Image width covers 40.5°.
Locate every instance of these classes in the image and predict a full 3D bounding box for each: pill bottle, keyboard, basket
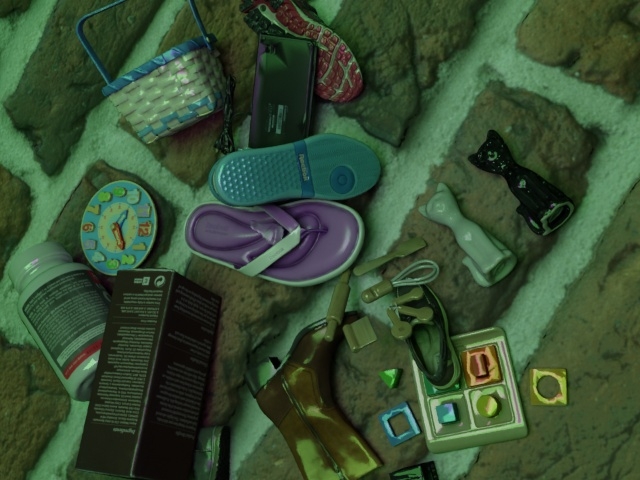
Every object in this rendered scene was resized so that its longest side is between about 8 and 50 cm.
[{"bbox_3d":[-0.511,0.159,1.788,0.176,0.176,0.318,-44,69,12],"label":"pill bottle"},{"bbox_3d":[-0.111,-0.245,1.699,0.202,0.033,0.317,12,106,17],"label":"keyboard"},{"bbox_3d":[-0.333,-0.361,1.754,0.255,0.201,0.289,-20,106,19],"label":"basket"}]

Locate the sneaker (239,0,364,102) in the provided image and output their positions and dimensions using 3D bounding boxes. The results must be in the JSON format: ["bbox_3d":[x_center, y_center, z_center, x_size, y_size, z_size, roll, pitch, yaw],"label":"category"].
[{"bbox_3d":[-0.019,-0.397,1.696,0.299,0.112,0.121,48,121,9],"label":"sneaker"}]

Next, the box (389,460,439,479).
[{"bbox_3d":[0.165,0.418,1.507,0.062,0.083,0.052,-19,77,20],"label":"box"}]

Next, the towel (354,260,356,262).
[{"bbox_3d":[0.000,0.000,1.670,0.148,0.027,0.110,-4,82,23],"label":"towel"}]

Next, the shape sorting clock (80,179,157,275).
[{"bbox_3d":[-0.435,-0.028,1.855,0.206,0.040,0.206,-4,81,23],"label":"shape sorting clock"}]

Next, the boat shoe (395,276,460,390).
[{"bbox_3d":[0.182,0.152,1.520,0.080,0.073,0.223,-25,57,13],"label":"boat shoe"}]

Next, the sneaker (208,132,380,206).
[{"bbox_3d":[-0.063,-0.131,1.634,0.319,0.208,0.127,-4,94,-19],"label":"sneaker"}]

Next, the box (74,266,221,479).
[{"bbox_3d":[-0.318,0.261,1.647,0.143,0.191,0.381,-1,70,24],"label":"box"}]

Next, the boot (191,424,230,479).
[{"bbox_3d":[-0.284,0.442,1.705,0.209,0.076,0.189,-3,67,16],"label":"boot"}]

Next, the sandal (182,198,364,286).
[{"bbox_3d":[-0.112,-0.001,1.656,0.416,0.102,0.169,1,83,32],"label":"sandal"}]

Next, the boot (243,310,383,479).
[{"bbox_3d":[0.024,0.298,1.584,0.264,0.096,0.280,-36,75,6],"label":"boot"}]

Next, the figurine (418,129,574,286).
[{"bbox_3d":[0.296,-0.061,1.527,0.215,0.092,0.209,-45,60,12],"label":"figurine"}]

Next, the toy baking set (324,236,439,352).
[{"bbox_3d":[0.111,0.098,1.543,0.197,0.030,0.256,-5,44,17],"label":"toy baking set"}]

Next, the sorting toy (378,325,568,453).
[{"bbox_3d":[0.253,0.262,1.512,0.348,0.047,0.196,-17,76,20],"label":"sorting toy"}]
